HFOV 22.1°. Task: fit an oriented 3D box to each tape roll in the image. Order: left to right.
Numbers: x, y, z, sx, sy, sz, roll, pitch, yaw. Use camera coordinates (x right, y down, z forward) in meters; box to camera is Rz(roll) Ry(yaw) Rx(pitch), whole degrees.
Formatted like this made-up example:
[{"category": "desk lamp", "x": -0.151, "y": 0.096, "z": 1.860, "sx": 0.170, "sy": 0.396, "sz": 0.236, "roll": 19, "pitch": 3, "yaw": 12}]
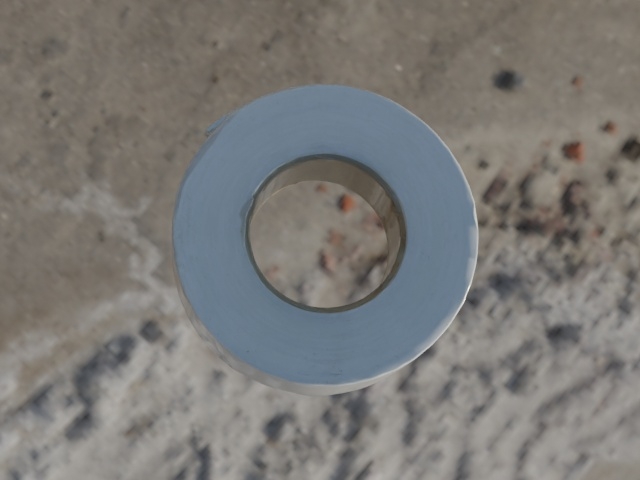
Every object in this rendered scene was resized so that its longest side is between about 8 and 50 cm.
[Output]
[{"category": "tape roll", "x": 0.000, "y": 0.000, "z": 1.534, "sx": 0.286, "sy": 0.286, "sz": 0.100, "roll": -44, "pitch": 176, "yaw": -11}]
